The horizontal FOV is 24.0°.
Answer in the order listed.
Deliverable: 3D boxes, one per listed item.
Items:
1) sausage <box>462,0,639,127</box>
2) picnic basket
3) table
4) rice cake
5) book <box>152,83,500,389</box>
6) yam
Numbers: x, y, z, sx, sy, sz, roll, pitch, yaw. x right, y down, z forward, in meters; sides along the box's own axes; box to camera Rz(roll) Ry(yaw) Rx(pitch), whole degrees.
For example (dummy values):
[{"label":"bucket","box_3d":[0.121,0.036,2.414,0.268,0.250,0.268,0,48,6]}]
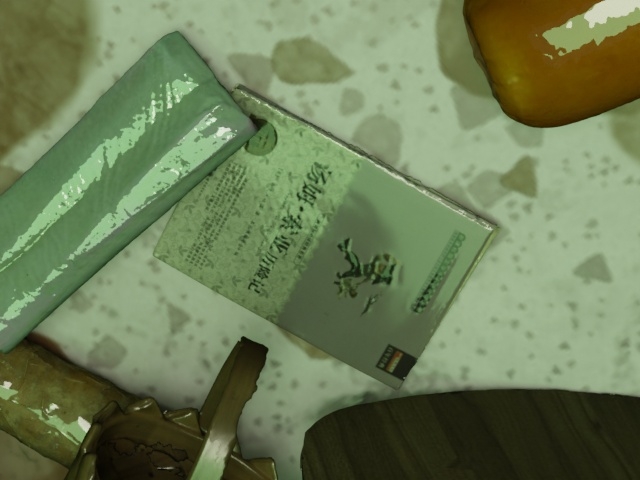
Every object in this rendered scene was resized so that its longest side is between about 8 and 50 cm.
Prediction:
[{"label":"sausage","box_3d":[0.207,-0.149,0.799,0.274,0.105,0.105,-24,102,16]},{"label":"picnic basket","box_3d":[-0.071,0.138,0.863,0.138,0.128,0.178,25,110,-9]},{"label":"table","box_3d":[0.158,0.263,0.883,0.317,0.317,0.249,6,121,8]},{"label":"rice cake","box_3d":[-0.141,-0.023,0.905,0.222,0.042,0.080,-41,81,9]},{"label":"book","box_3d":[0.000,0.000,0.924,0.182,0.014,0.127,29,109,0]},{"label":"yam","box_3d":[-0.203,0.086,0.958,0.300,0.066,0.066,31,109,-2]}]
